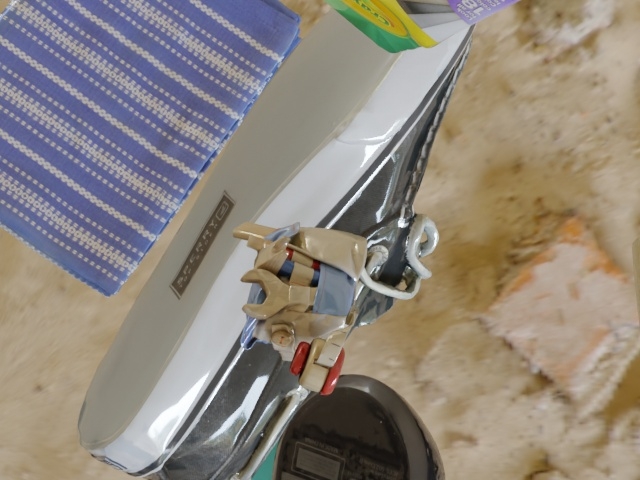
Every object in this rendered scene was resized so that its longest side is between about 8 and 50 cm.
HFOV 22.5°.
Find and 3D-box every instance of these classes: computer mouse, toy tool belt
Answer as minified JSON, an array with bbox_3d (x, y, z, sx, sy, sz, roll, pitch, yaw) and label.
[{"bbox_3d":[0.015,0.218,1.072,0.072,0.188,0.272,1,106,-54],"label":"computer mouse"},{"bbox_3d":[-0.014,0.023,0.611,0.051,0.083,0.052,19,124,-5],"label":"toy tool belt"}]

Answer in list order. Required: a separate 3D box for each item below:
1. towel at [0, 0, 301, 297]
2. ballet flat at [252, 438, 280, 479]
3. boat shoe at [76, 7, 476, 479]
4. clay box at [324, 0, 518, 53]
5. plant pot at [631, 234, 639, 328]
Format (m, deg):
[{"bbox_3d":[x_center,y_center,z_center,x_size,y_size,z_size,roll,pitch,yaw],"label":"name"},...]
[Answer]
[{"bbox_3d":[-0.194,-0.144,1.490,0.243,0.040,0.336,36,71,-6],"label":"towel"},{"bbox_3d":[0.001,0.185,1.249,0.241,0.077,0.091,32,80,-22],"label":"ballet flat"},{"bbox_3d":[0.001,0.002,0.805,0.105,0.113,0.306,29,96,-26],"label":"boat shoe"},{"bbox_3d":[0.032,-0.129,0.459,0.127,0.222,0.053,39,71,-15],"label":"clay box"},{"bbox_3d":[0.332,0.099,1.121,0.256,0.256,0.274,-21,78,-15],"label":"plant pot"}]
